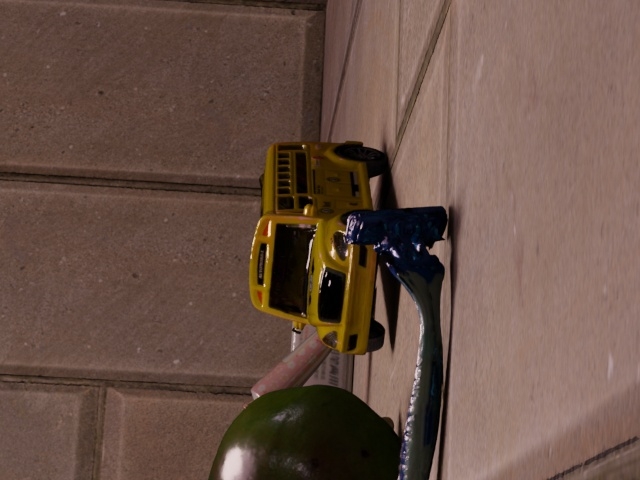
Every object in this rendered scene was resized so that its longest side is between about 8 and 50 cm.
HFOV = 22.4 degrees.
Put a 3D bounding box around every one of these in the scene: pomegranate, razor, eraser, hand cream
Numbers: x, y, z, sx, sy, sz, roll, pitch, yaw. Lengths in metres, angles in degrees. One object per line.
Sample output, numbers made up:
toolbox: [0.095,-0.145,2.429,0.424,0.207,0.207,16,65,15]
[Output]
pomegranate: [0.003,0.212,1.474,0.225,0.187,0.187,-34,-48,-63]
razor: [0.070,0.137,1.239,0.056,0.093,0.324,5,97,52]
eraser: [-0.001,0.201,2.214,0.061,0.089,0.352,-123,36,-90]
hand cream: [-0.010,0.132,1.911,0.210,0.043,0.067,-45,-7,-10]

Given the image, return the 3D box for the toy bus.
toy bus: [0.000,0.000,1.769,0.331,0.151,0.145,-92,8,-69]
